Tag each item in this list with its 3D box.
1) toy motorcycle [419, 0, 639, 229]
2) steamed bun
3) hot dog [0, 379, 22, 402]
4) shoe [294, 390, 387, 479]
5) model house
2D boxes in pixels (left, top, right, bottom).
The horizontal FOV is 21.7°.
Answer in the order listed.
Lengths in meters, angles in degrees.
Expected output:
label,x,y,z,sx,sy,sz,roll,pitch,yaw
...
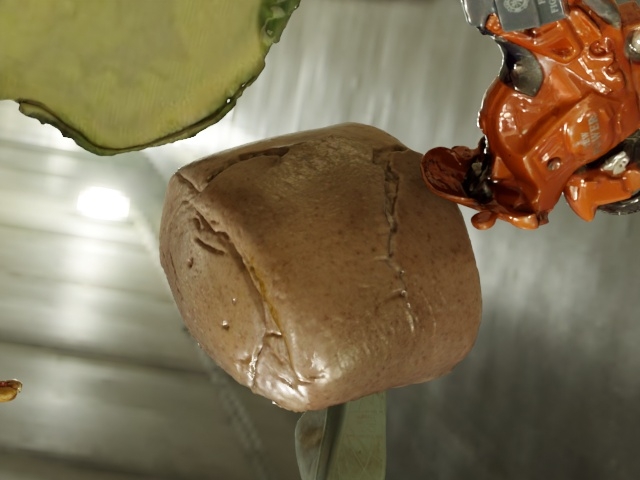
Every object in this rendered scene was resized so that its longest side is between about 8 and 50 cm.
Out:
label,x,y,z,sx,sy,sz,roll,pitch,yaw
toy motorcycle,0.178,-0.135,1.423,0.148,0.221,0.325,-102,-6,-56
steamed bun,0.000,0.000,1.522,0.301,0.251,0.199,44,129,45
hot dog,-0.342,0.153,1.697,0.037,0.083,0.021,-67,-35,-65
shoe,0.015,0.192,1.630,0.078,0.079,0.195,-20,50,42
model house,-0.219,-0.234,1.353,0.266,0.321,0.261,30,99,52
